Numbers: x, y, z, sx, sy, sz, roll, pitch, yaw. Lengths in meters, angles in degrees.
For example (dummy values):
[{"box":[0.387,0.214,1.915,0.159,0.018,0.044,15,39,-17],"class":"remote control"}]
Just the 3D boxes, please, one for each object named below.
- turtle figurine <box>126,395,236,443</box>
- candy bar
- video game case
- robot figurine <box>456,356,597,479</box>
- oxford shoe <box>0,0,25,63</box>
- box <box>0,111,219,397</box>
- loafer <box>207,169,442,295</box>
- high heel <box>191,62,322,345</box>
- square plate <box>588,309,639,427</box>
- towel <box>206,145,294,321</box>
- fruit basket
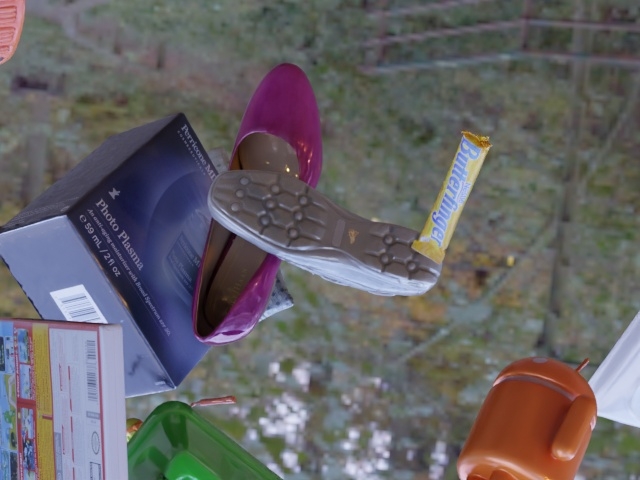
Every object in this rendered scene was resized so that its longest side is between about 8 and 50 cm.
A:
[{"box":[-0.220,0.326,1.746,0.270,0.217,0.087,-18,-178,4],"class":"turtle figurine"},{"box":[0.149,-0.051,1.451,0.040,0.161,0.018,29,-155,18],"class":"candy bar"},{"box":[-0.282,0.184,1.343,0.025,0.204,0.285,-2,180,-38],"class":"video game case"},{"box":[0.231,0.222,1.440,0.128,0.219,0.158,20,146,18],"class":"robot figurine"},{"box":[-0.416,-0.358,1.513,0.130,0.132,0.363,-2,142,-8],"class":"oxford shoe"},{"box":[-0.259,0.021,1.857,0.183,0.296,0.294,-13,-155,38],"class":"box"},{"box":[0.000,0.000,1.677,0.319,0.112,0.111,23,156,-7],"class":"loafer"},{"box":[-0.086,-0.046,1.695,0.127,0.377,0.181,10,-169,13],"class":"high heel"},{"box":[0.570,0.170,1.717,0.344,0.347,0.049,17,-142,-10],"class":"square plate"},{"box":[-0.235,0.035,2.172,0.312,0.324,0.056,-26,158,7],"class":"towel"},{"box":[-0.118,0.391,1.459,0.392,0.283,0.392,37,170,8],"class":"fruit basket"}]
